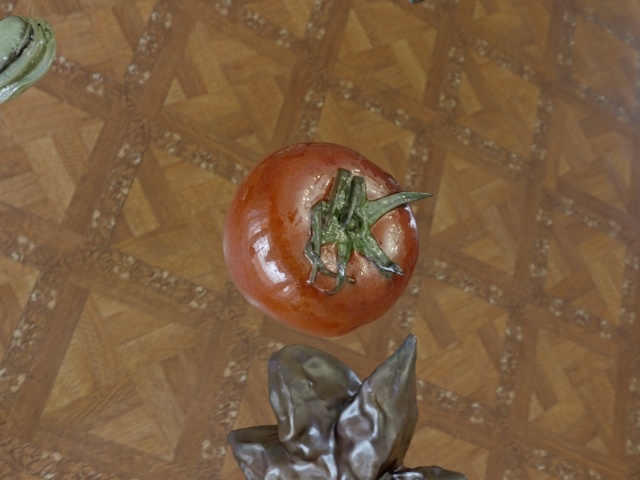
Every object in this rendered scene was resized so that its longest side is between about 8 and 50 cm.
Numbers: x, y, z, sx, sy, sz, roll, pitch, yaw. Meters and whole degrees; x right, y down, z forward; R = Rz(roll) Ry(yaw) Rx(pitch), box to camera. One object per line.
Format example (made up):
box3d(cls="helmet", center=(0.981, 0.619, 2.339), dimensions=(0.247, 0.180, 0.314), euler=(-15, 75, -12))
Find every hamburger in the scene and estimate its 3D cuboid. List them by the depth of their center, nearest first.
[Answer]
box3d(cls="hamburger", center=(-0.430, -0.253, 1.175), dimensions=(0.062, 0.140, 0.133), euler=(39, 20, -48))

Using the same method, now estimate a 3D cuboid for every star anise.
box3d(cls="star anise", center=(0.043, 0.232, 0.758), dimensions=(0.108, 0.315, 0.315), euler=(-7, 74, -50))

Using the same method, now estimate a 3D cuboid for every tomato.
box3d(cls="tomato", center=(0.000, 0.000, 1.098), dimensions=(0.256, 0.224, 0.255), euler=(5, 77, -22))

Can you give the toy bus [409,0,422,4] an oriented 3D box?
box3d(cls="toy bus", center=(0.101, -0.246, 0.630), dimensions=(0.090, 0.106, 0.185), euler=(51, 40, 8))
